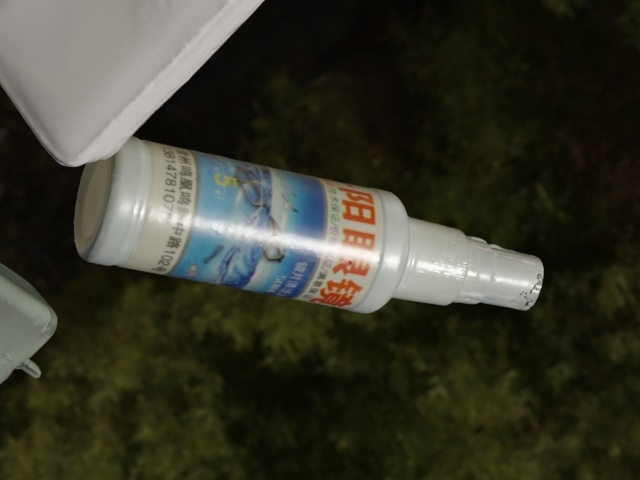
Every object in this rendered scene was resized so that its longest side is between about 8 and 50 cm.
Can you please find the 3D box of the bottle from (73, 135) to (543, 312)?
[{"bbox_3d":[0.000,0.000,0.795,0.217,0.060,0.060,11,168,-24],"label":"bottle"}]

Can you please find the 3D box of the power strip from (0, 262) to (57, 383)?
[{"bbox_3d":[-0.177,0.018,0.746,0.060,0.027,0.252,-42,154,0],"label":"power strip"}]

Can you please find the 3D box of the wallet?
[{"bbox_3d":[-0.059,-0.109,0.634,0.190,0.095,0.033,-39,173,34],"label":"wallet"}]
